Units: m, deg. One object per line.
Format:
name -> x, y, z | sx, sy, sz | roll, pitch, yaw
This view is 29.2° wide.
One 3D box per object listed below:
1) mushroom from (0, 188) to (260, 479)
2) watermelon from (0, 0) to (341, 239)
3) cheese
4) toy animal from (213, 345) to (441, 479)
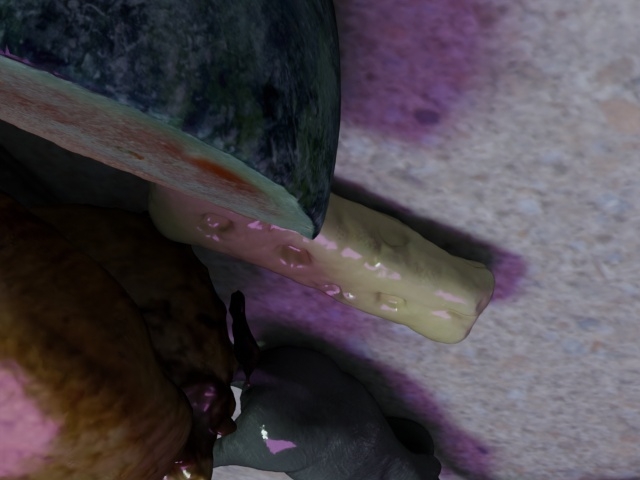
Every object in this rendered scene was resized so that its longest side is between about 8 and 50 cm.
mushroom -> -0.173, 0.056, 0.652 | 0.283, 0.195, 0.263 | 20, 165, -18
watermelon -> -0.115, -0.110, 0.503 | 0.318, 0.148, 0.226 | 25, 164, -37
cheese -> 0.000, 0.000, 0.654 | 0.194, 0.043, 0.065 | 23, 139, -8
toy animal -> 0.013, 0.155, 0.825 | 0.137, 0.082, 0.269 | -22, 130, 42
